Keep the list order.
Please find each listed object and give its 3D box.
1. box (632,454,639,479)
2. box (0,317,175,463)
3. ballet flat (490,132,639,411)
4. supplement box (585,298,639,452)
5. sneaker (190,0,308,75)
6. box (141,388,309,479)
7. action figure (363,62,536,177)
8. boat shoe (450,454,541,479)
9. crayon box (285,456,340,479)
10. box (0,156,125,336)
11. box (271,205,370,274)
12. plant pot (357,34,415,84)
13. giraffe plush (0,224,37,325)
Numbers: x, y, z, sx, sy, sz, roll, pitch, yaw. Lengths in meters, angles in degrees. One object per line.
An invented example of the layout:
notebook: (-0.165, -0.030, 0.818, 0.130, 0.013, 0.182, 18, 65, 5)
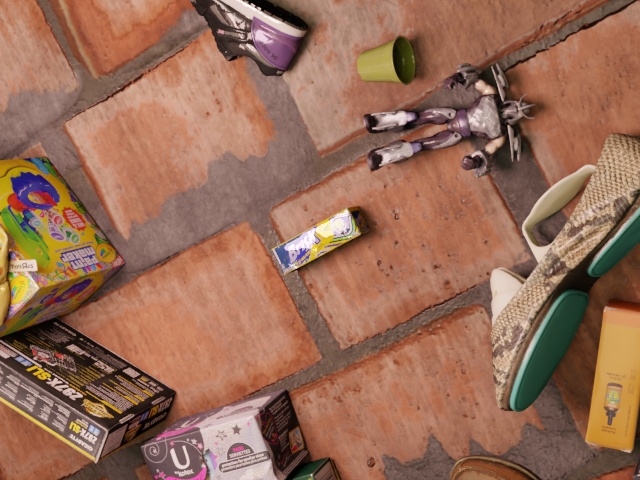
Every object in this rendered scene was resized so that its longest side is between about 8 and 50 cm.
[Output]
box: (0.566, 0.388, 1.523, 0.059, 0.232, 0.183, -32, 86, 28)
box: (-0.472, 0.271, 1.881, 0.322, 0.257, 0.079, 28, 108, 14)
ballet flat: (0.386, 0.040, 1.600, 0.182, 0.164, 0.483, 40, 105, 34)
supplement box: (0.488, 0.219, 1.612, 0.078, 0.080, 0.234, 9, 99, 20)
sneaker: (-0.170, -0.388, 1.756, 0.283, 0.107, 0.124, 32, 114, 13)
box: (-0.177, 0.388, 1.837, 0.247, 0.163, 0.142, -20, 92, 22)
action figure: (0.217, -0.189, 1.643, 0.285, 0.099, 0.185, -12, 85, 18)
boat shoe: (0.356, 0.471, 1.682, 0.307, 0.104, 0.111, 27, 106, 15)
crayon box: (-0.065, 0.627, 1.862, 0.313, 0.106, 0.363, -22, 90, 22)
box: (-0.575, 0.008, 1.863, 0.177, 0.290, 0.279, -40, 84, 20)
box: (0.000, 0.000, 1.770, 0.169, 0.059, 0.054, -29, 85, 21)
plant pot: (0.108, -0.300, 1.683, 0.079, 0.083, 0.083, -4, 97, 34)
giraffe plush: (-0.603, 0.072, 1.634, 0.210, 0.170, 0.181, -21, 90, 21)
